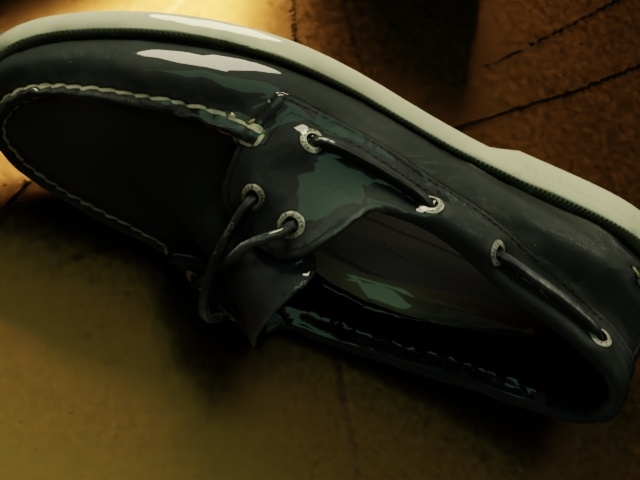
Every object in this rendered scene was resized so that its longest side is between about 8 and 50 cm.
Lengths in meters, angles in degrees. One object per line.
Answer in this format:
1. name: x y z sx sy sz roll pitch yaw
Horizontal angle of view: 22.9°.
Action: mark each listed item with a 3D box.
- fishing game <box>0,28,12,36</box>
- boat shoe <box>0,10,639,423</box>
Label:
1. fishing game: -0.249 -0.166 0.787 0.189 0.041 0.264 -37 82 -26
2. boat shoe: -0.001 0.002 0.727 0.340 0.127 0.113 22 50 -14
